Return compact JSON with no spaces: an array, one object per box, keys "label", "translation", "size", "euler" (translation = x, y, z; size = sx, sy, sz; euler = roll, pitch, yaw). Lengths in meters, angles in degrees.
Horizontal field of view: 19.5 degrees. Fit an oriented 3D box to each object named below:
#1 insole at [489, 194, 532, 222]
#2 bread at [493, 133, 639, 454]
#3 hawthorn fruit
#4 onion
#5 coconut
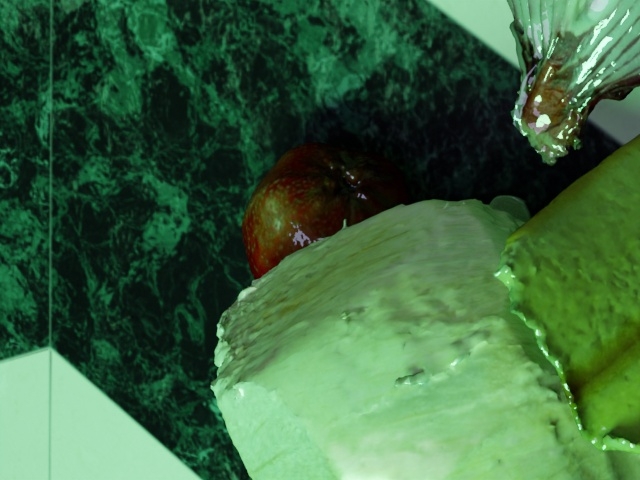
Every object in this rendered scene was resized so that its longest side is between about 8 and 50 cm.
[{"label":"insole","translation":[0.174,0.050,1.735],"size":[0.063,0.010,0.192],"euler":[5,107,30]},{"label":"bread","translation":[0.322,0.001,1.420],"size":[0.233,0.361,0.245],"euler":[51,126,9]},{"label":"hawthorn fruit","translation":[0.000,0.000,1.752],"size":[0.157,0.157,0.194],"euler":[48,143,10]},{"label":"onion","translation":[0.258,-0.237,1.511],"size":[0.267,0.159,0.349],"euler":[40,129,29]},{"label":"coconut","translation":[0.133,0.157,1.561],"size":[0.404,0.404,0.405],"euler":[10,110,29]}]
